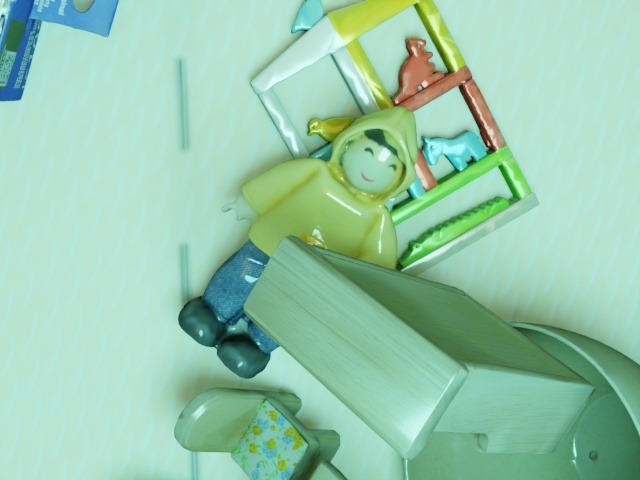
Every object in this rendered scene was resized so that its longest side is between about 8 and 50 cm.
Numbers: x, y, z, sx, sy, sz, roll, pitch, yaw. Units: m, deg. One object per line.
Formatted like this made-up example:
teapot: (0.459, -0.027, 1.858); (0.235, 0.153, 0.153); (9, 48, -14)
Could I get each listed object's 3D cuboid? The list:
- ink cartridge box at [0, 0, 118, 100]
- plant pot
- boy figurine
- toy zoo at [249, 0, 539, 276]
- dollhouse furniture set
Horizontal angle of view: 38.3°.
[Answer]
ink cartridge box: (-0.363, -0.280, 0.770); (0.395, 0.151, 0.270); (17, 97, -7)
plant pot: (0.244, 0.216, 0.876); (0.191, 0.284, 0.284); (1, 100, -39)
boy figurine: (0.000, 0.000, 0.855); (0.177, 0.092, 0.285); (43, 106, 0)
toy zoo: (0.064, -0.114, 0.902); (0.192, 0.030, 0.293); (-30, 101, -1)
dollhouse furniture set: (0.007, 0.227, 0.728); (0.256, 0.362, 0.394); (18, 106, -52)
